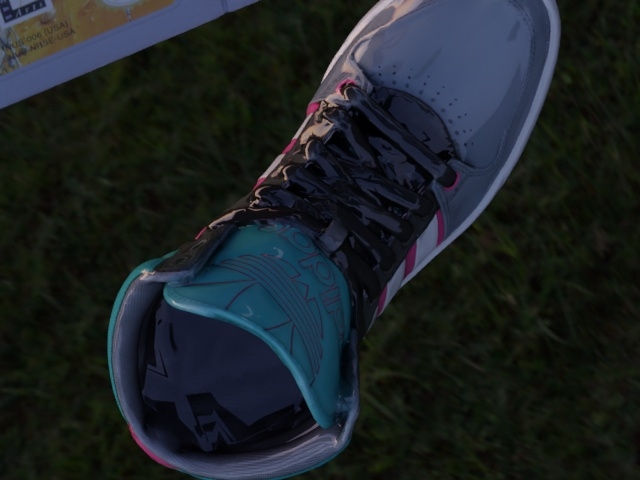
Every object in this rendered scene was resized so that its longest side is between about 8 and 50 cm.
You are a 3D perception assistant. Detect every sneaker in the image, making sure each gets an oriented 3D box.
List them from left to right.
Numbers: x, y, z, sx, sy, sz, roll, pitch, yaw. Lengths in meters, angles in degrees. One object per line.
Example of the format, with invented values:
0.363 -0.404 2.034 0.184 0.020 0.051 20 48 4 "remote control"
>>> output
0.000 0.000 0.818 0.124 0.178 0.295 35 109 -4 "sneaker"

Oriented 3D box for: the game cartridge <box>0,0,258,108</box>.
-0.143 -0.147 0.731 0.297 0.198 0.062 -25 48 -13 "game cartridge"
